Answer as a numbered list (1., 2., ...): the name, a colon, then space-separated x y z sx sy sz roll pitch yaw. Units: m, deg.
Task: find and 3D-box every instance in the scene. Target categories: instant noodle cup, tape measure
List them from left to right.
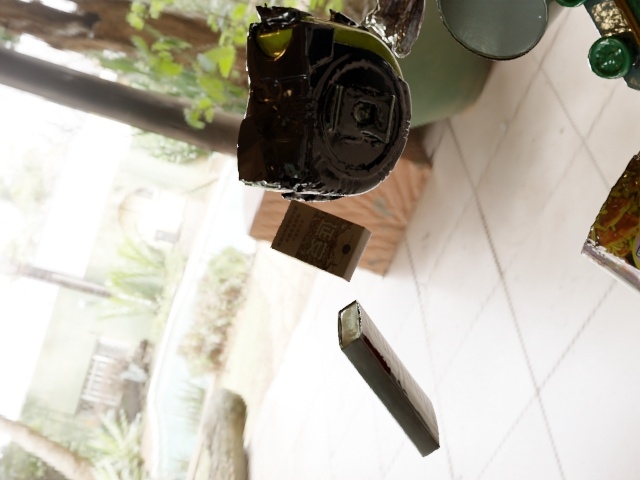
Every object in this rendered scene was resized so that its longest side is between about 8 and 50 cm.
1. tape measure: 0.011 -0.136 0.913 0.112 0.186 0.199 15 101 43
2. instant noodle cup: 0.629 -0.015 1.545 0.340 0.266 0.339 -48 -22 -27

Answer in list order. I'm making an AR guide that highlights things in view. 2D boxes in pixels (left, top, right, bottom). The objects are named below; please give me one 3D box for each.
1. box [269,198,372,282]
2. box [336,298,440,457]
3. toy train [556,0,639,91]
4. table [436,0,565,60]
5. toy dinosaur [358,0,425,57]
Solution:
1. box: 0.000 0.000 0.836 0.053 0.083 0.024 -67 -27 -5
2. box: 0.083 0.165 1.084 0.036 0.177 0.115 -32 17 11
3. toy train: 0.310 -0.238 0.850 0.136 0.091 0.227 -35 79 46
4. table: 0.229 -0.307 0.969 0.220 0.126 0.126 -50 -3 -34
5. toy dinosaur: 0.104 -0.356 1.267 0.162 0.077 0.294 -42 47 49
